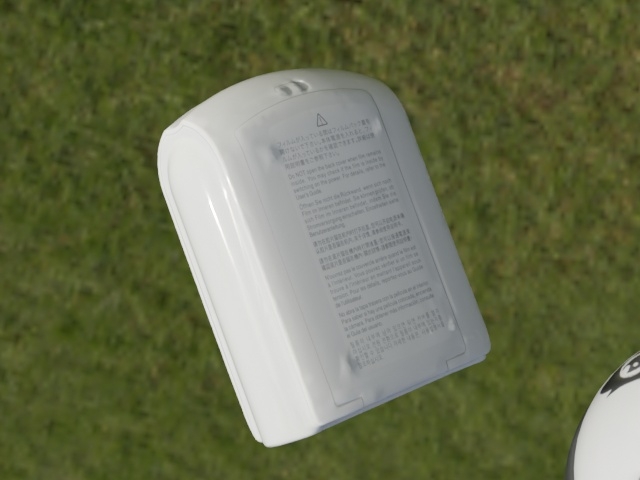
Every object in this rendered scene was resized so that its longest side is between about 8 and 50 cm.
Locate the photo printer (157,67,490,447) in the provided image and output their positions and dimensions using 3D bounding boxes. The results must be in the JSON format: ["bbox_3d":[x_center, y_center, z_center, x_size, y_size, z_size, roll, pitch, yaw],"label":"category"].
[{"bbox_3d":[0.000,0.000,1.453,0.256,0.307,0.107,-19,178,-43],"label":"photo printer"}]

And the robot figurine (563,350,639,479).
[{"bbox_3d":[0.222,0.153,0.944,0.174,0.209,0.278,27,161,15],"label":"robot figurine"}]
